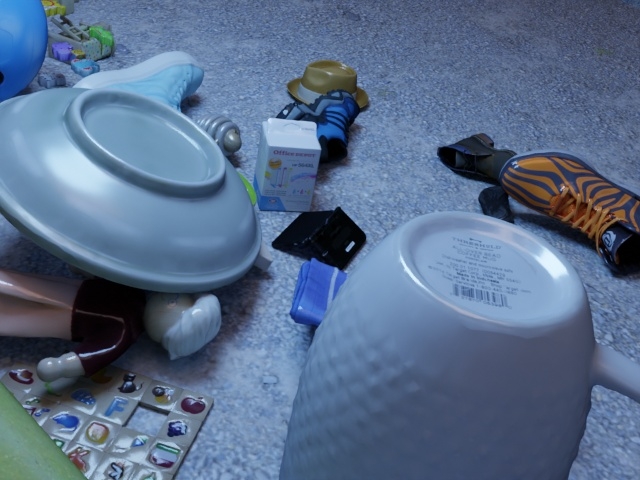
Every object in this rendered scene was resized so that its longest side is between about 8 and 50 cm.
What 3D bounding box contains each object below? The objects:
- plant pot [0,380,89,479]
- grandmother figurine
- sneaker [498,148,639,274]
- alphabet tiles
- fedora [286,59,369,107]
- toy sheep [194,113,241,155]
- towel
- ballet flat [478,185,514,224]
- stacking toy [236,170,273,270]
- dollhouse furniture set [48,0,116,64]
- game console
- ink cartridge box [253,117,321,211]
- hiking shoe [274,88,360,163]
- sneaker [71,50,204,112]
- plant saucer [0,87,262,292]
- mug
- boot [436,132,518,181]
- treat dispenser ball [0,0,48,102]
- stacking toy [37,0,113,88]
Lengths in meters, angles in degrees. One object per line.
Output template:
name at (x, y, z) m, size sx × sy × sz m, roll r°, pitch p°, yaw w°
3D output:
plant pot at (-0.337, 0.201, 0.590) m, size 0.254 × 0.276 × 0.276 m, roll 34°, pitch 38°, yaw 12°
grandmother figurine at (-0.292, 0.085, 0.879) m, size 0.342 × 0.104 × 0.208 m, roll 7°, pitch 49°, yaw -9°
sneaker at (0.476, -0.051, 1.278) m, size 0.321 × 0.125 × 0.180 m, roll 17°, pitch 34°, yaw -5°
alphabet tiles at (-0.263, 0.208, 0.798) m, size 0.237 × 0.009 × 0.198 m, roll 16°, pitch 34°, yaw 7°
fedora at (0.021, -0.362, 1.657) m, size 0.194 × 0.079 × 0.194 m, roll 7°, pitch 34°, yaw -5°
toy sheep at (-0.199, -0.192, 1.339) m, size 0.132 × 0.091 × 0.091 m, roll 23°, pitch 35°, yaw 26°
towel at (0.129, 0.097, 0.977) m, size 0.336 × 0.040 × 0.243 m, roll 12°, pitch 11°, yaw 1°
ballet flat at (0.326, -0.058, 1.348) m, size 0.057 × 0.049 × 0.173 m, roll -12°, pitch 25°, yaw 15°
stacking toy at (-0.236, -0.031, 1.111) m, size 0.279 × 0.130 × 0.309 m, roll 18°, pitch 31°, yaw -32°
dollhouse furniture set at (-0.506, -0.493, 1.616) m, size 0.101 × 0.161 × 0.182 m, roll 22°, pitch 36°, yaw 15°
game console at (0.000, 0.000, 1.180) m, size 0.107 × 0.071 × 0.122 m, roll 46°, pitch 38°, yaw -3°
ink cartridge box at (-0.058, -0.134, 1.239) m, size 0.092 × 0.143 × 0.090 m, roll 2°, pitch 35°, yaw -14°
hiking shoe at (0.007, -0.210, 1.437) m, size 0.132 × 0.113 × 0.304 m, roll 51°, pitch 35°, yaw 3°
sneaker at (-0.317, -0.250, 1.379) m, size 0.150 × 0.135 × 0.366 m, roll 45°, pitch 37°, yaw 3°
plant saucer at (-0.240, -0.102, 0.964) m, size 0.400 × 0.100 × 0.400 m, roll 26°, pitch 28°, yaw -15°
mug at (0.160, 0.167, 0.698) m, size 0.374 × 0.328 × 0.276 m, roll 20°, pitch 35°, yaw 12°
boot at (0.322, -0.146, 1.446) m, size 0.106 × 0.082 × 0.219 m, roll -12°, pitch 30°, yaw -14°
treat dispenser ball at (-0.641, -0.383, 1.301) m, size 0.288 × 0.288 × 0.288 m, roll 8°, pitch 34°, yaw -5°
stacking toy at (-0.482, -0.353, 1.412) m, size 0.221 × 0.167 × 0.052 m, roll 34°, pitch 39°, yaw 28°
